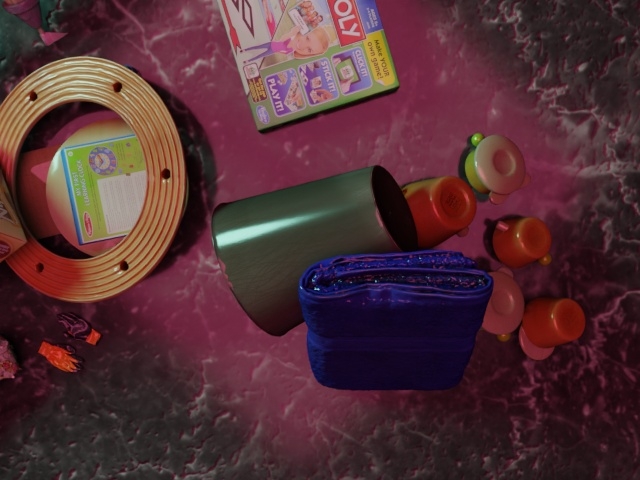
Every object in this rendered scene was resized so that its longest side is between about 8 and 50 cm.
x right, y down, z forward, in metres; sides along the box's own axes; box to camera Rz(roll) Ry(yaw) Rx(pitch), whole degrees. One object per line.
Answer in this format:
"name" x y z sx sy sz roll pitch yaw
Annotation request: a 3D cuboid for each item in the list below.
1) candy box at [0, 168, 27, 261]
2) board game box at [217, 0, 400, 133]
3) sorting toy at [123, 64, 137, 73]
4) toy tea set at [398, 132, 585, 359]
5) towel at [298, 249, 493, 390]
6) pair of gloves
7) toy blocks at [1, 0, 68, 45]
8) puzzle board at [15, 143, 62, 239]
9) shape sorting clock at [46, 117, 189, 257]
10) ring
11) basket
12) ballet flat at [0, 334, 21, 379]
"candy box" -0.570 0.009 1.053 0.316 0.087 0.183 -34 66 10
"board game box" -0.034 -0.337 1.089 0.213 0.046 0.318 -17 94 3
"sorting toy" -0.289 -0.225 1.103 0.102 0.042 0.061 33 94 -1
"toy tea set" 0.233 0.026 1.096 0.199 0.124 0.336 -24 90 -27
"towel" 0.093 0.111 1.012 0.227 0.308 0.076 1 58 3
"pair of gloves" -0.375 0.153 1.149 0.074 0.010 0.083 32 93 -1
"toy blocks" -0.514 -0.311 0.994 0.288 0.309 0.260 -28 135 -9
"puzzle board" -0.411 -0.069 1.134 0.096 0.011 0.128 -13 94 1
"shape sorting clock" -0.293 -0.074 1.115 0.206 0.040 0.206 0 86 -5
"ring" -0.329 -0.083 1.065 0.336 0.032 0.337 0 91 19
"basket" 0.000 0.000 1.021 0.226 0.154 0.204 -23 102 24
"ballet flat" -0.545 0.226 1.126 0.240 0.091 0.077 -32 115 7
